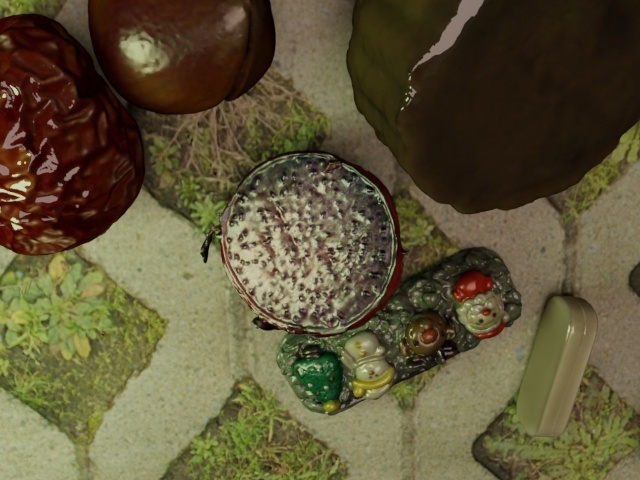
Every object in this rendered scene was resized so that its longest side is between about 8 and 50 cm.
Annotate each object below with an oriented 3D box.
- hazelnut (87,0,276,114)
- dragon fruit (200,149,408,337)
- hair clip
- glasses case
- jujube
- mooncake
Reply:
[{"bbox_3d":[-0.128,-0.221,0.945,0.208,0.208,0.208,-3,112,-8],"label":"hazelnut"},{"bbox_3d":[0.004,0.000,1.112,0.224,0.148,0.218,-43,81,19],"label":"dragon fruit"},{"bbox_3d":[0.106,0.125,1.190,0.321,0.091,0.138,-27,111,1],"label":"hair clip"},{"bbox_3d":[0.312,0.168,1.244,0.050,0.083,0.196,8,112,-11],"label":"glasses case"},{"bbox_3d":[-0.295,-0.101,0.968,0.213,0.213,0.232,-29,123,3],"label":"jujube"},{"bbox_3d":[0.187,-0.197,0.989,0.324,0.187,0.324,-14,130,-17],"label":"mooncake"}]
